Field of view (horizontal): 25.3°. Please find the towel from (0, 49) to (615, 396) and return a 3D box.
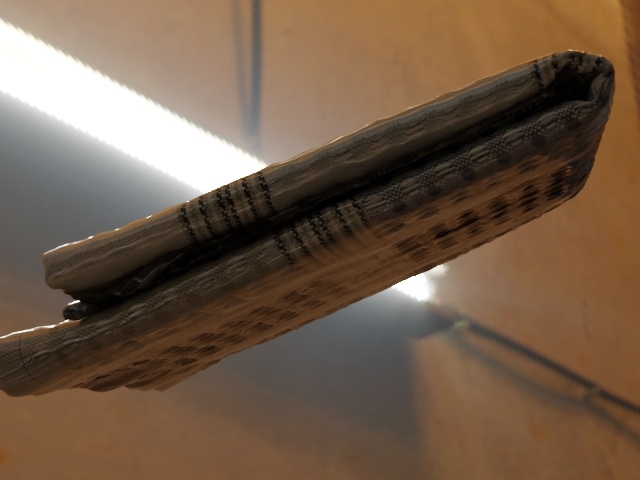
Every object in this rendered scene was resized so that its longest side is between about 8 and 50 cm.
[{"bbox_3d":[0.000,0.000,0.779,0.312,0.324,0.056,33,-148,-80],"label":"towel"}]
